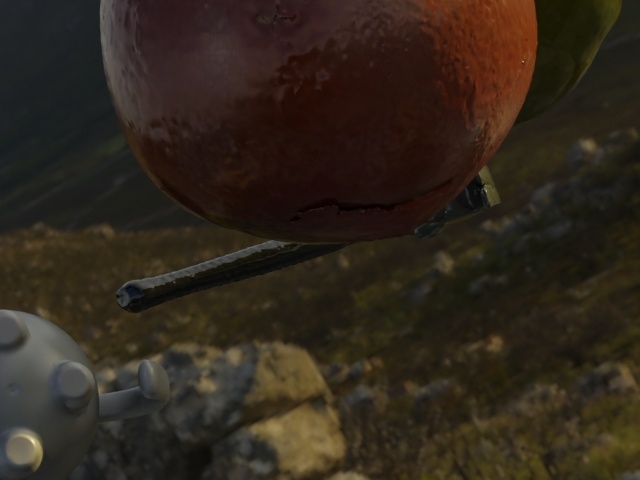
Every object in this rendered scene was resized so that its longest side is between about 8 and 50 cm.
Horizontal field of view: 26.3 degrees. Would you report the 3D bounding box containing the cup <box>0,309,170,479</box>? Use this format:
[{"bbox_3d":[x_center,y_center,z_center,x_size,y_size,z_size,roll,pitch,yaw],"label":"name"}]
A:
[{"bbox_3d":[-0.200,0.122,0.939,0.142,0.173,0.134,-41,27,64],"label":"cup"}]

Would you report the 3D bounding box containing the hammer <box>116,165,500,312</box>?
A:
[{"bbox_3d":[0.000,0.000,0.777,0.246,0.029,0.103,-16,-6,-33],"label":"hammer"}]

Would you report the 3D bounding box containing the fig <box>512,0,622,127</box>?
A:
[{"bbox_3d":[0.107,-0.220,1.122,0.239,0.271,0.239,-55,23,38],"label":"fig"}]

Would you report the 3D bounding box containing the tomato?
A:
[{"bbox_3d":[-0.003,-0.092,0.653,0.208,0.184,0.208,1,10,0],"label":"tomato"}]
